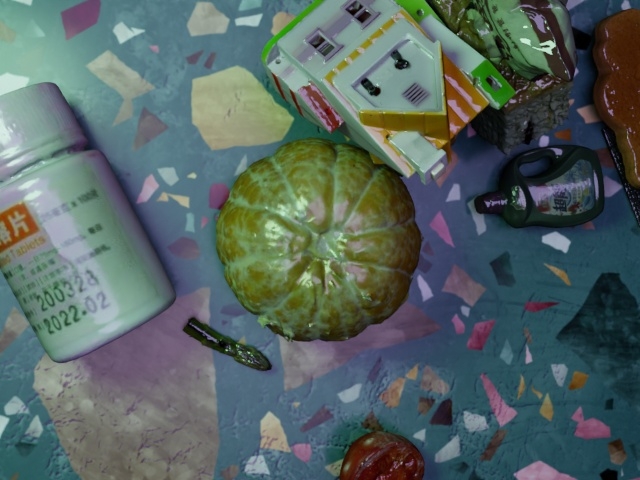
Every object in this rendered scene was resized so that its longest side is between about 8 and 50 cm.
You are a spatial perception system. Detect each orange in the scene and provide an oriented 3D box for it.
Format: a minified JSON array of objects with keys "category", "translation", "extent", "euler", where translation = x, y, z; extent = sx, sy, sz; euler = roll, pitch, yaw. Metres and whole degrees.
[{"category":"orange","translation":[0.000,0.000,1.406],"extent":[0.329,0.249,0.329],"euler":[-1,97,-6]}]

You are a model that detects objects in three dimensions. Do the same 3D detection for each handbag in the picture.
[{"category":"handbag","translation":[0.261,-0.303,1.181],"extent":[0.127,0.235,0.213],"euler":[-29,97,1]}]

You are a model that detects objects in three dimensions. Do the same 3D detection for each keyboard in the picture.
[{"category":"keyboard","translation":[0.567,-0.122,1.605],"extent":[0.060,0.018,0.195],"euler":[-25,95,-10]}]

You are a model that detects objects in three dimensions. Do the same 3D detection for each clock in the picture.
[{"category":"clock","translation":[0.105,-0.224,1.300],"extent":[0.235,0.166,0.309],"euler":[-42,67,-7]}]

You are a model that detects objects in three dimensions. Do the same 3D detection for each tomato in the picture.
[{"category":"tomato","translation":[0.094,0.384,1.514],"extent":[0.159,0.091,0.139],"euler":[23,98,-35]}]

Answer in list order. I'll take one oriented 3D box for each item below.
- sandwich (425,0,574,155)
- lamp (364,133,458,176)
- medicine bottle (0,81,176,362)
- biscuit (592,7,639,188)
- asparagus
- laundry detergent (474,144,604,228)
[{"category":"sandwich","translation":[0.266,-0.296,1.432],"extent":[0.131,0.262,0.325],"euler":[-35,96,0]},{"category":"lamp","translation":[0.129,-0.207,1.469],"extent":[0.161,0.161,0.185],"euler":[-34,92,-6]},{"category":"medicine bottle","translation":[-0.399,-0.027,1.361],"extent":[0.219,0.219,0.388],"euler":[-27,96,-7]},{"category":"biscuit","translation":[0.583,-0.247,1.582],"extent":[0.202,0.047,0.334],"euler":[-28,98,-16]},{"category":"asparagus","translation":[-0.154,0.178,1.498],"extent":[0.165,0.030,0.036],"euler":[27,77,-8]},{"category":"laundry detergent","translation":[0.375,-0.090,1.549],"extent":[0.222,0.078,0.144],"euler":[-6,91,-6]}]
